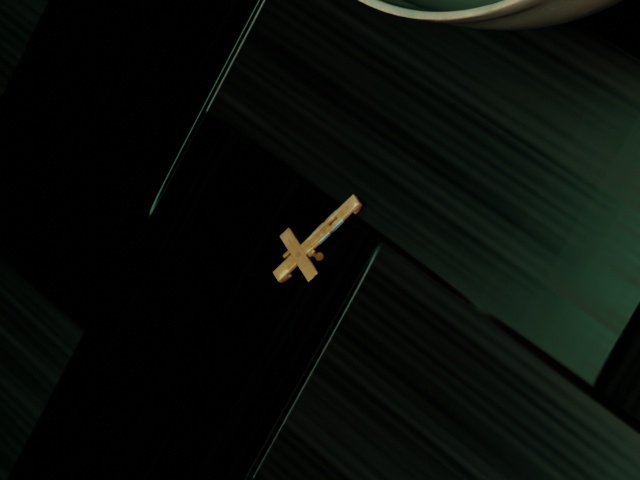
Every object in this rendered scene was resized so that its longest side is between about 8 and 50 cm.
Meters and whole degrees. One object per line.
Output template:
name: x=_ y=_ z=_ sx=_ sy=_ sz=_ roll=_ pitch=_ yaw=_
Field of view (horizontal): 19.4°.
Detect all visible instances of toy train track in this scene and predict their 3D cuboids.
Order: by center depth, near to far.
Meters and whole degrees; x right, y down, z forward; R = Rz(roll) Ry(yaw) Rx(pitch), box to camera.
toy train track: x=0.000 y=0.000 z=1.344 sx=0.083 sy=0.014 sz=0.048 roll=-44 pitch=52 yaw=16

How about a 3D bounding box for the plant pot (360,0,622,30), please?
plant pot: x=0.143 y=-0.258 z=1.165 sx=0.293 sy=0.196 sz=0.293 roll=-7 pitch=78 yaw=36
